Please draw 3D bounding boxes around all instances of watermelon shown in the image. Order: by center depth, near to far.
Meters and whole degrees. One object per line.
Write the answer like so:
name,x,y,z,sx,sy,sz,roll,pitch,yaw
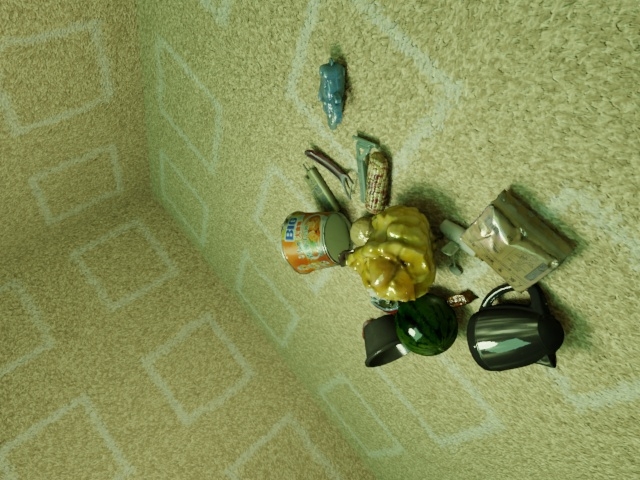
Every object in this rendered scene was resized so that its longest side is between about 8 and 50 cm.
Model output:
watermelon,0.403,0.321,1.770,0.242,0.242,0.243,36,144,31

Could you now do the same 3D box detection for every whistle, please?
whistle,0.039,-0.514,1.636,0.269,0.093,0.180,90,160,-44

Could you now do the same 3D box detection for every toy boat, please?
toy boat,0.289,0.277,2.058,0.172,0.069,0.059,23,145,51

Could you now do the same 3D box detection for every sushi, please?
sushi,0.515,0.216,1.689,0.120,0.055,0.052,-38,76,50

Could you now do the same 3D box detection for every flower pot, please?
flower pot,0.294,0.441,2.079,0.269,0.268,0.166,103,148,-52

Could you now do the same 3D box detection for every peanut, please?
peanut,0.188,-0.028,1.868,0.140,0.109,0.159,20,155,5

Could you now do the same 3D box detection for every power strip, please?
power strip,-0.003,-0.224,2.032,0.268,0.034,0.092,57,151,-2

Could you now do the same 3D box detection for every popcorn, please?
popcorn,0.242,0.052,1.630,0.380,0.349,0.349,-6,120,16

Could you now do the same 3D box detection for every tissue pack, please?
tissue pack,0.561,0.011,1.355,0.257,0.122,0.215,48,151,16

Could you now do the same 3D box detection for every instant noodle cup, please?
instant noodle cup,0.000,0.000,1.996,0.213,0.296,0.297,-7,114,36

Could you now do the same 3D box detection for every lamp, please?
lamp,0.452,0.075,1.598,0.050,0.056,0.198,35,162,36

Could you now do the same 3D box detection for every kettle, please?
kettle,0.641,0.287,1.477,0.207,0.251,0.271,33,149,-23

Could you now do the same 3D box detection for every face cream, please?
face cream,0.478,-0.002,1.532,0.182,0.051,0.072,41,152,28

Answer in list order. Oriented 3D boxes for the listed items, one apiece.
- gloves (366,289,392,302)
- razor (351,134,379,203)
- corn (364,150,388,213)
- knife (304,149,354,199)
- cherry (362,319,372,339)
gloves,0.235,0.176,2.009,0.212,0.111,0.128,31,147,24
razor,0.162,-0.254,1.743,0.111,0.056,0.278,31,142,34
corn,0.208,-0.207,1.695,0.086,0.086,0.254,34,142,33
knife,0.042,-0.285,1.892,0.278,0.053,0.123,45,153,21
cherry,0.254,0.452,2.264,0.106,0.086,0.127,27,121,42
